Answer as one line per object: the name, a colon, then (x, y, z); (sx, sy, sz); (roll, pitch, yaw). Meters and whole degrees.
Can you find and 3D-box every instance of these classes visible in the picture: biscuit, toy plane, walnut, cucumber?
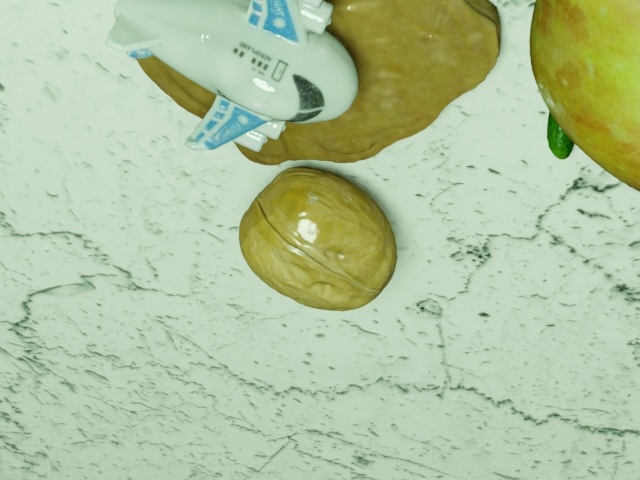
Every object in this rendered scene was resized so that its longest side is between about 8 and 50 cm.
biscuit: (-0.019, -0.232, 1.304); (0.385, 0.062, 0.365); (-25, 124, 31)
toy plane: (-0.087, -0.195, 1.230); (0.266, 0.123, 0.267); (6, 135, 6)
walnut: (0.000, 0.000, 1.454); (0.197, 0.165, 0.165); (24, 134, -23)
cucumber: (0.278, -0.152, 1.333); (0.037, 0.037, 0.155); (7, 133, 6)

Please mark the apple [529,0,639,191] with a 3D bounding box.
apple: (0.382, -0.218, 1.063); (0.400, 0.333, 0.400); (-4, 124, -6)
